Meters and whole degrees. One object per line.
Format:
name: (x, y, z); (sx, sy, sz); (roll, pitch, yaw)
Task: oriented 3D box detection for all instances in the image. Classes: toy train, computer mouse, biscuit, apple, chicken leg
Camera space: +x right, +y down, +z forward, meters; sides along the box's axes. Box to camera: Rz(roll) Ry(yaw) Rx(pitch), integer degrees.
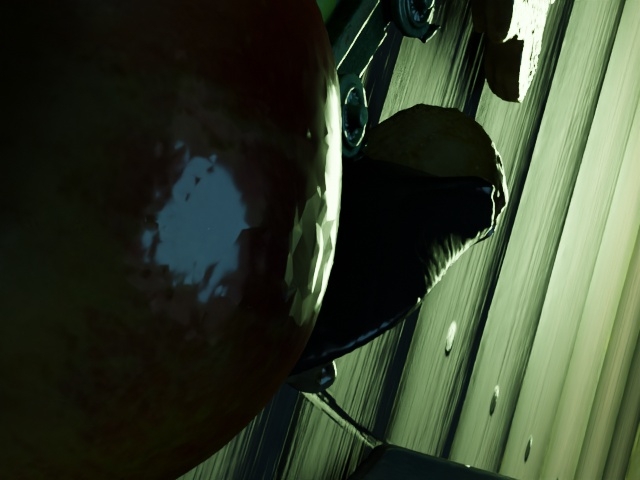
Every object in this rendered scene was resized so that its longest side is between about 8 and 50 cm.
toy train: (-0.002, -0.132, 1.043); (0.200, 0.083, 0.132); (-62, 146, -40)
computer mouse: (0.000, 0.000, 1.048); (0.264, 0.147, 0.088); (-35, 113, -62)
biscuit: (0.167, -0.288, 1.486); (0.269, 0.051, 0.376); (-46, 145, -63)
apple: (-0.072, -0.017, 0.759); (0.251, 0.163, 0.293); (49, 57, -67)
chicken leg: (0.037, 0.001, 1.221); (0.251, 0.107, 0.087); (-51, 167, -39)

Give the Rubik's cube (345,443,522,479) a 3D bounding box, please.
Rubik's cube: (0.111, 0.364, 1.332); (0.313, 0.316, 0.318); (-36, 134, -63)
